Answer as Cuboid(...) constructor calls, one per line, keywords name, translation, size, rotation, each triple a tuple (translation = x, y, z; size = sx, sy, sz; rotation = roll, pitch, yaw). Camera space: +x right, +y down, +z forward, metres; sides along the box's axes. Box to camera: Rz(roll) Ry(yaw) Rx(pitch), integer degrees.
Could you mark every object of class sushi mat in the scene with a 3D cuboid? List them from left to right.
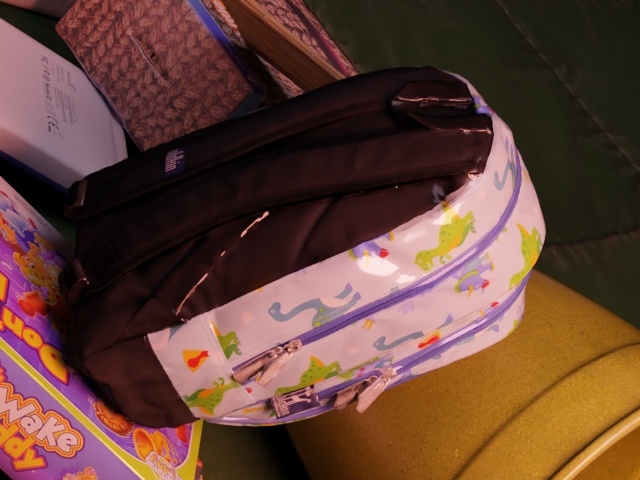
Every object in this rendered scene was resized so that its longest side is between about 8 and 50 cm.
Cuboid(name="sushi mat", translation=(0.017, -0.135, 1.660), size=(0.316, 0.019, 0.151), rotation=(41, -8, 28))

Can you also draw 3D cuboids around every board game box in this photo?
Cuboid(name="board game box", translation=(-0.241, 0.072, 1.416), size=(0.347, 0.078, 0.233), rotation=(46, 17, -17))
Cuboid(name="board game box", translation=(-0.097, -0.175, 1.911), size=(0.232, 0.141, 0.291), rotation=(54, 23, 23))

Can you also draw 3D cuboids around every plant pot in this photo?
Cuboid(name="plant pot", translation=(0.129, 0.158, 1.604), size=(0.366, 0.366, 0.353), rotation=(-3, 39, -50))

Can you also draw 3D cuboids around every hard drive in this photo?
Cuboid(name="hard drive", translation=(-0.325, -0.160, 1.720), size=(0.318, 0.040, 0.210), rotation=(32, 24, -30))

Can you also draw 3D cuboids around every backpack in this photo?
Cuboid(name="backpack", translation=(0.000, 0.000, 1.439), size=(0.273, 0.355, 0.290), rotation=(49, 15, -29))

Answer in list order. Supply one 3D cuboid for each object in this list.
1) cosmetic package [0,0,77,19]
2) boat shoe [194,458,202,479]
Cuboid(name="cosmetic package", translation=(-0.388, -0.403, 1.848), size=(0.453, 0.230, 0.161), rotation=(13, 39, -39))
Cuboid(name="boat shoe", translation=(-0.126, 0.223, 1.494), size=(0.137, 0.049, 0.043), rotation=(-81, 156, -57))
